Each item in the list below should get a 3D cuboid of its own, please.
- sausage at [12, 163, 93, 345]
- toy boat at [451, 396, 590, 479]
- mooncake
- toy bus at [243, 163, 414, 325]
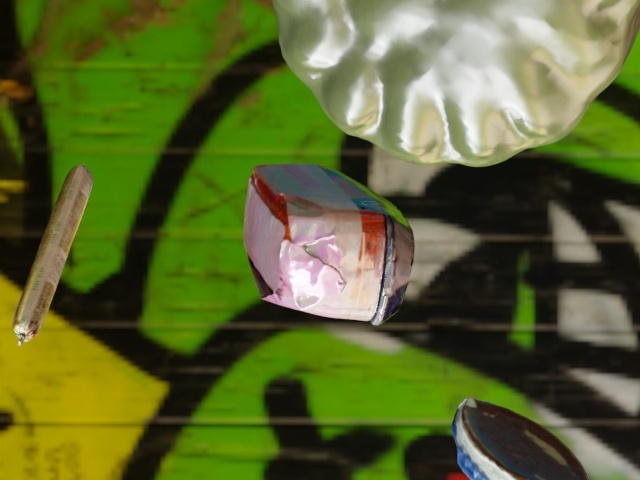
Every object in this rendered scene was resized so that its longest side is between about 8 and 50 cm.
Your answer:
[{"bbox_3d":[-0.285,0.009,1.736,0.033,0.033,0.269,92,-173,-46],"label":"sausage"},{"bbox_3d":[0.243,0.293,1.941,0.262,0.114,0.115,38,135,44],"label":"toy boat"},{"bbox_3d":[0.127,-0.247,1.513,0.194,0.356,0.356,-46,-42,-71],"label":"mooncake"},{"bbox_3d":[0.000,0.000,1.787,0.302,0.147,0.127,-125,42,-73],"label":"toy bus"}]
